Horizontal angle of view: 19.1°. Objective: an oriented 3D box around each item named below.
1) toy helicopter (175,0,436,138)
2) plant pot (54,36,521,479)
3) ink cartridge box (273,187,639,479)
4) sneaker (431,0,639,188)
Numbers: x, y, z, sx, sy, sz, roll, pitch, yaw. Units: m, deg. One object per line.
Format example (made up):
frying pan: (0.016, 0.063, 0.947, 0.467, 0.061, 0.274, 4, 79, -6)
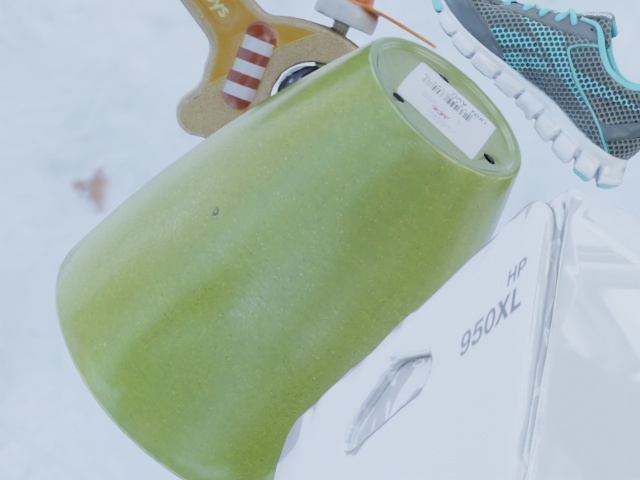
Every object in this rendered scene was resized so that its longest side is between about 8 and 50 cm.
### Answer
toy helicopter: (-0.055, -0.198, 1.769, 0.235, 0.140, 0.355, -38, 103, 3)
plant pot: (0.000, 0.000, 1.377, 0.275, 0.275, 0.293, 43, 118, 2)
ink cartridge box: (0.193, 0.175, 0.838, 0.395, 0.166, 0.285, 23, 144, -13)
sneaker: (0.133, -0.111, 1.086, 0.166, 0.065, 0.076, 46, 107, 1)
